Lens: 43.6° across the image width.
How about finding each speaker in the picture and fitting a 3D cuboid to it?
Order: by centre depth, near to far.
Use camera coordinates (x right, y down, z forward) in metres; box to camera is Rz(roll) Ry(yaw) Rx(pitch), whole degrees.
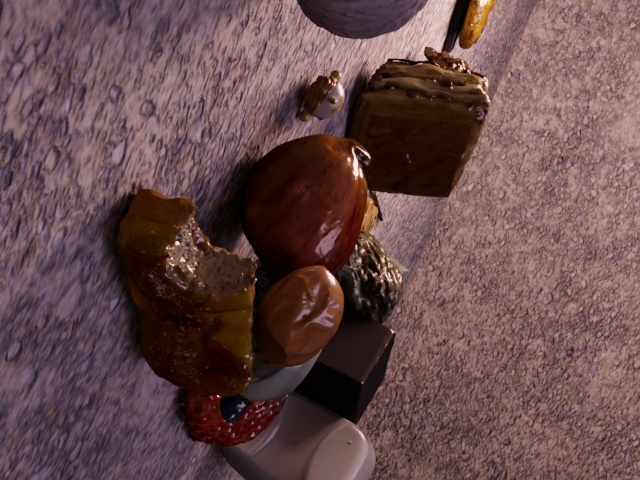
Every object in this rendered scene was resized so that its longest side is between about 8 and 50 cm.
[{"bbox_3d":[0.019,0.279,1.902,0.184,0.254,0.232,-53,160,-36],"label":"speaker"}]

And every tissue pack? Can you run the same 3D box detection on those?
[{"bbox_3d":[-0.049,0.494,1.847,0.229,0.333,0.236,-55,159,-27],"label":"tissue pack"}]

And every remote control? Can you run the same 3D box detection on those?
[{"bbox_3d":[0.378,-0.620,2.142,0.063,0.025,0.245,-53,162,-52],"label":"remote control"}]

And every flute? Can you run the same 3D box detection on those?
[{"bbox_3d":[0.159,-0.098,2.242,0.014,0.014,0.269,-62,165,-10],"label":"flute"}]

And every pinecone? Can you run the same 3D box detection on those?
[{"bbox_3d":[0.278,-0.340,1.919,0.229,0.203,0.201,-28,142,-43],"label":"pinecone"}]

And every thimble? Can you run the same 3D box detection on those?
[{"bbox_3d":[0.056,-0.398,1.057,0.157,0.217,0.245,43,56,-78],"label":"thimble"}]

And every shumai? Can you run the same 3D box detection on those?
[{"bbox_3d":[0.063,0.079,1.896,0.218,0.256,0.189,20,114,-42],"label":"shumai"}]

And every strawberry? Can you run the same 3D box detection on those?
[{"bbox_3d":[-0.144,0.291,1.576,0.253,0.150,0.280,-58,165,-25],"label":"strawberry"}]

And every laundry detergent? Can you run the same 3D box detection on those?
[{"bbox_3d":[-0.109,0.184,1.411,0.280,0.215,0.105,-59,143,-8],"label":"laundry detergent"}]

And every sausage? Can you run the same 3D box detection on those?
[{"bbox_3d":[-0.037,0.119,1.219,0.136,0.120,0.241,-39,172,-22],"label":"sausage"}]

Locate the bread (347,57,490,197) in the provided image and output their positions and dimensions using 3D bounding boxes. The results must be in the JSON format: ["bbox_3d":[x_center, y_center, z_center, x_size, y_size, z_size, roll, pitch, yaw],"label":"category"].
[{"bbox_3d":[0.201,-0.251,1.740,0.324,0.278,0.167,97,0,-50],"label":"bread"}]

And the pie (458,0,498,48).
[{"bbox_3d":[0.442,-0.642,2.192,0.273,0.069,0.273,-59,171,-16],"label":"pie"}]

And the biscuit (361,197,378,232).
[{"bbox_3d":[0.106,-0.038,2.129,0.234,0.030,0.153,-29,143,-65],"label":"biscuit"}]

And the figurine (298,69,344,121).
[{"bbox_3d":[0.005,-0.242,1.409,0.101,0.068,0.143,-51,177,-22],"label":"figurine"}]

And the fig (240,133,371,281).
[{"bbox_3d":[-0.028,-0.052,1.323,0.224,0.224,0.263,56,48,-73],"label":"fig"}]

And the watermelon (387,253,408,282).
[{"bbox_3d":[0.124,0.161,2.220,0.264,0.151,0.302,-60,167,5],"label":"watermelon"}]

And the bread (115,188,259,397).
[{"bbox_3d":[-0.171,0.091,1.101,0.380,0.185,0.109,94,19,-52],"label":"bread"}]
